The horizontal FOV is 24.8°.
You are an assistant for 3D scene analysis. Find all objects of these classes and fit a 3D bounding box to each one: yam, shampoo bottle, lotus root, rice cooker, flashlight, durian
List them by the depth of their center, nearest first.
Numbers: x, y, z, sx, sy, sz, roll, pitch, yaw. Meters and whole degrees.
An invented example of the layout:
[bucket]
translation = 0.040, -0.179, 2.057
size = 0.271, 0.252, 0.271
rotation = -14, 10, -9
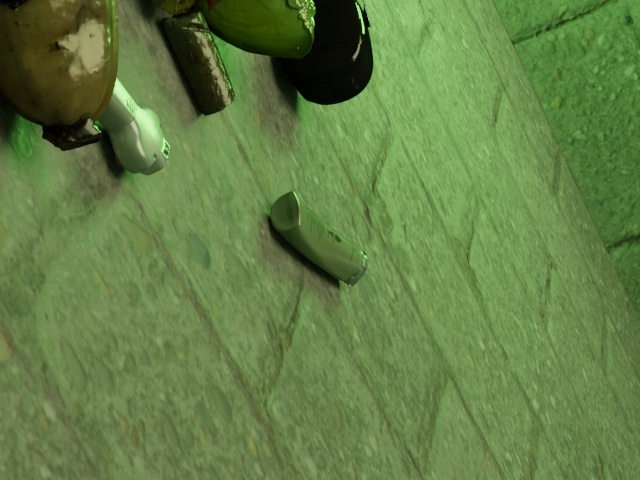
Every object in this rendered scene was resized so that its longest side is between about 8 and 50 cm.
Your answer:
[lotus root]
translation = -0.266, -0.214, 1.388
size = 0.154, 0.140, 0.257
rotation = 15, 66, -82
[flashlight]
translation = -0.232, -0.151, 1.545
size = 0.200, 0.047, 0.093
rotation = 52, 25, -33
[yam]
translation = -0.149, -0.223, 1.815
size = 0.132, 0.054, 0.054
rotation = 67, 20, -8
[durian]
translation = -0.104, -0.336, 1.910
size = 0.250, 0.139, 0.101
rotation = 46, 20, -11
[shampoo bottle]
translation = 0.000, 0.000, 1.981
size = 0.212, 0.049, 0.072
rotation = 36, 34, -56
[rice cooker]
translation = 0.009, -0.291, 2.162
size = 0.118, 0.142, 0.203
rotation = 65, 17, -48

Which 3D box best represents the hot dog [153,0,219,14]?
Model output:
[hot dog]
translation = -0.140, -0.367, 1.781
size = 0.146, 0.213, 0.103
rotation = 54, -16, 1
